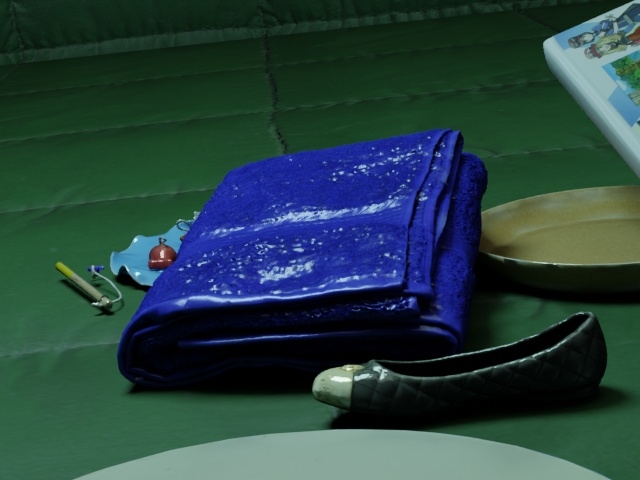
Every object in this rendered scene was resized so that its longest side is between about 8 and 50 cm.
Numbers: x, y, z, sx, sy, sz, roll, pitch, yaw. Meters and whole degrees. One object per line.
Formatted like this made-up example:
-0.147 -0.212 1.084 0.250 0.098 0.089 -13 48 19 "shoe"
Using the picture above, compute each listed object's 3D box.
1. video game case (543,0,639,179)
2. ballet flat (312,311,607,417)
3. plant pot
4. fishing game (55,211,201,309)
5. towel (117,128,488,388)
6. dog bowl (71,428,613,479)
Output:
0.363 -0.122 1.059 0.300 0.036 0.329 -24 38 0 "video game case"
0.080 0.072 0.832 0.173 0.049 0.057 -7 13 -3 "ballet flat"
0.226 -0.001 1.096 0.236 0.032 0.236 -6 14 2 "plant pot"
-0.086 0.001 1.206 0.264 0.041 0.189 -11 18 -20 "fishing game"
0.000 0.000 1.016 0.228 0.076 0.308 -3 22 12 "towel"
-0.010 0.155 0.438 0.265 0.104 0.265 -5 14 1 "dog bowl"
